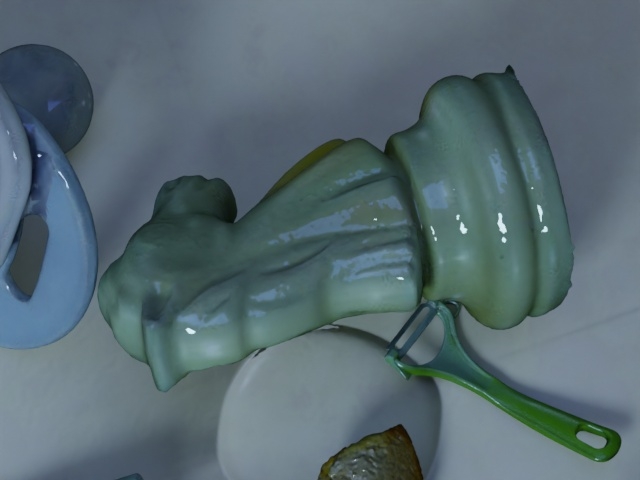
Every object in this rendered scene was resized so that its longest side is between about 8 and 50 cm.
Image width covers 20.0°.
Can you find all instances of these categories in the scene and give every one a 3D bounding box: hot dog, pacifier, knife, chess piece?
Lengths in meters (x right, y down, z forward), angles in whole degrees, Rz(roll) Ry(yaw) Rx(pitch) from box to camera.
[{"bbox_3d":[0.020,0.193,1.146,0.078,0.061,0.169,41,44,-18],"label":"hot dog"},{"bbox_3d":[-0.235,-0.073,1.201,0.287,0.238,0.226,31,39,14],"label":"pacifier"},{"bbox_3d":[0.127,0.099,1.215,0.166,0.023,0.078,31,55,12],"label":"knife"},{"bbox_3d":[0.000,0.000,1.171,0.298,0.176,0.176,-14,66,-11],"label":"chess piece"}]

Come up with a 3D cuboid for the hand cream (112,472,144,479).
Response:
[{"bbox_3d":[-0.190,0.198,1.151,0.174,0.047,0.076,-18,68,-1],"label":"hand cream"}]
